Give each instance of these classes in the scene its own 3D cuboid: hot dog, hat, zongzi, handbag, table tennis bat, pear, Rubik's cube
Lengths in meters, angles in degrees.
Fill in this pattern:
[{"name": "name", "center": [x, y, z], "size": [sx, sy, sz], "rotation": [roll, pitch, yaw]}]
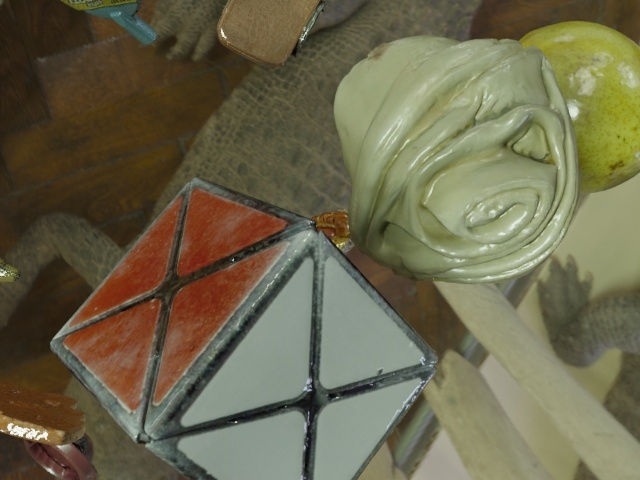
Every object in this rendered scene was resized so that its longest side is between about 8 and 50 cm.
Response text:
[{"name": "hot dog", "center": [0.000, 0.000, 1.596], "size": [0.053, 0.192, 0.099], "rotation": [19, 64, -37]}, {"name": "hat", "center": [-0.555, 0.449, 1.900], "size": [0.089, 0.205, 0.205], "rotation": [-52, 127, -37]}, {"name": "zongzi", "center": [-0.631, 0.077, 1.688], "size": [0.076, 0.040, 0.083], "rotation": [32, 83, 8]}, {"name": "handbag", "center": [-0.078, -0.394, 1.484], "size": [0.151, 0.072, 0.193], "rotation": [32, 88, -6]}, {"name": "table tennis bat", "center": [-0.446, -0.502, 1.763], "size": [0.329, 0.215, 0.044], "rotation": [41, 56, -54]}, {"name": "pear", "center": [0.460, -0.226, 1.529], "size": [0.303, 0.304, 0.304], "rotation": [-8, 112, -21]}, {"name": "Rubik's cube", "center": [-0.077, 0.118, 0.907], "size": [0.255, 0.259, 0.260], "rotation": [-50, 128, -12]}]

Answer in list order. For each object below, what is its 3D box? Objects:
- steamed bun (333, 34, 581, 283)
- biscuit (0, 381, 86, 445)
[{"name": "steamed bun", "center": [0.190, -0.101, 1.079], "size": [0.309, 0.219, 0.325], "rotation": [-6, 95, -11]}, {"name": "biscuit", "center": [-0.534, 0.316, 1.569], "size": [0.283, 0.306, 0.043], "rotation": [18, 87, -41]}]
